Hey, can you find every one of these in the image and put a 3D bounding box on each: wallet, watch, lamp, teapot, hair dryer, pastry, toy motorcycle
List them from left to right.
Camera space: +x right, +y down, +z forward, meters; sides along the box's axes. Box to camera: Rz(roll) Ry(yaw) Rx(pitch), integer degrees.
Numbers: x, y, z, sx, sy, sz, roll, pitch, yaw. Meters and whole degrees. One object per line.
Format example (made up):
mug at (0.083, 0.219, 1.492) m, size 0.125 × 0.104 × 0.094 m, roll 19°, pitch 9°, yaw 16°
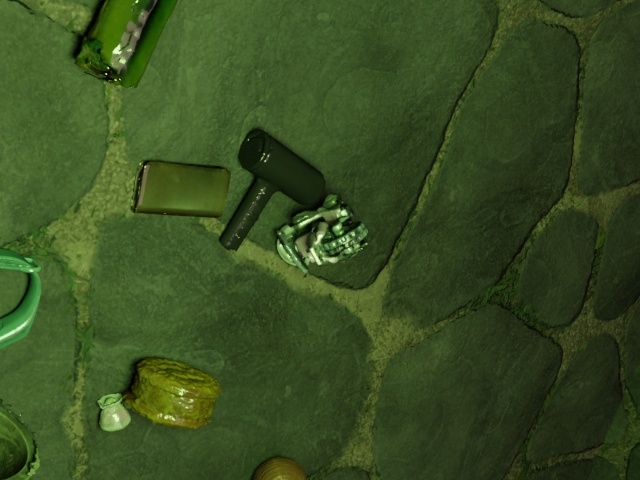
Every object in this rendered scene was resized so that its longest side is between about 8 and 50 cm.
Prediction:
watch at (-0.613, 0.109, 1.715) m, size 0.237 × 0.068 × 0.195 m, roll -23°, pitch 119°, yaw -23°
teapot at (-0.423, 0.349, 1.967) m, size 0.083 × 0.064 × 0.064 m, roll -44°, pitch 129°, yaw -57°
pastry at (-0.303, 0.310, 1.956) m, size 0.189 × 0.189 × 0.103 m, roll 14°, pitch 96°, yaw -40°
wallet at (-0.276, -0.101, 1.898) m, size 0.198 × 0.031 × 0.110 m, roll 2°, pitch 107°, yaw -37°
hair dryer at (-0.127, -0.085, 1.999) m, size 0.197 × 0.089 × 0.251 m, roll 31°, pitch 98°, yaw -43°
lamp at (-0.098, 0.581, 2.260) m, size 0.136 × 0.136 × 0.136 m, roll -15°, pitch 117°, yaw -32°
toy motorcycle at (0.000, 0.000, 1.998) m, size 0.188 × 0.327 × 0.143 m, roll -30°, pitch 101°, yaw 1°

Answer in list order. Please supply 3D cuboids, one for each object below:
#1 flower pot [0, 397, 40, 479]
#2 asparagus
flower pot at (-0.679, 0.429, 1.697) m, size 0.290 × 0.290 × 0.259 m, roll 16°, pitch 112°, yaw -40°
asparagus at (-0.300, -0.450, 1.684) m, size 0.128 × 0.108 × 0.381 m, roll 27°, pitch 89°, yaw -46°
